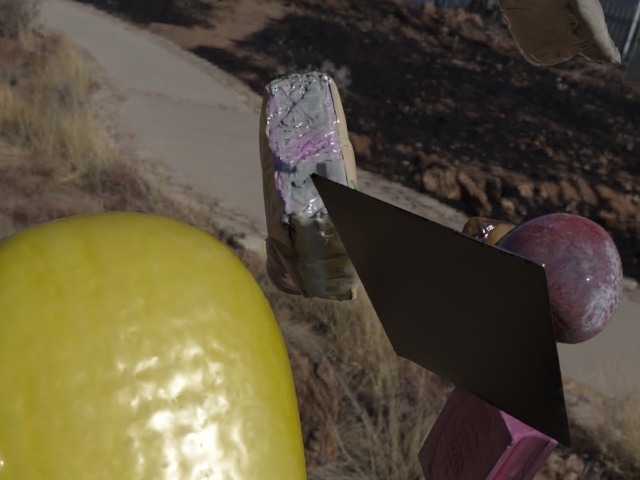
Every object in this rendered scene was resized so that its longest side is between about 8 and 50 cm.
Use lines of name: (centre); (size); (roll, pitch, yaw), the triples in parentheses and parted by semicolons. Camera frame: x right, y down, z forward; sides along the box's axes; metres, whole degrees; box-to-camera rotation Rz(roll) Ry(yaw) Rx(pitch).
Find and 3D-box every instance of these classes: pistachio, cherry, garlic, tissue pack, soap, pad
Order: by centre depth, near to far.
soap: (-0.160, 0.179, 0.694); (0.306, 0.115, 0.427); (-6, 74, -19)
pad: (0.136, 0.083, 0.835); (0.247, 0.367, 0.007); (24, 67, 34)
tissue pack: (-0.012, -0.057, 1.061); (0.123, 0.257, 0.215); (-7, 64, -2)
cherry: (0.412, 0.070, 1.445); (0.236, 0.213, 0.285); (43, 67, 9)
garlic: (0.000, 0.000, 1.490); (0.160, 0.245, 0.245); (32, 30, 8)
pistachio: (0.365, 0.032, 1.707); (0.130, 0.210, 0.165); (-4, 47, 55)
soap: (0.350, 0.445, 1.758); (0.128, 0.360, 0.233); (5, 38, -19)

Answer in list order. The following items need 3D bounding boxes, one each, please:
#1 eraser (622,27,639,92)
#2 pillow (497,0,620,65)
eraser: (0.584, -0.375, 1.209); (0.078, 0.343, 0.144); (19, 5, -36)
pillow: (0.355, -0.331, 1.235); (0.067, 0.173, 0.270); (-36, 18, -4)
